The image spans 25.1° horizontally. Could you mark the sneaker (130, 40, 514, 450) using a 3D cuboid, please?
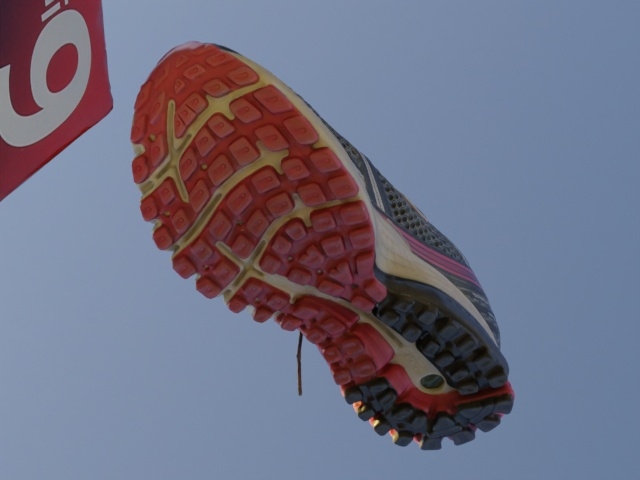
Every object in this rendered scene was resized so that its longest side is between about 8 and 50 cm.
[{"bbox_3d":[0.000,0.000,0.847,0.120,0.299,0.112,-29,-149,20],"label":"sneaker"}]

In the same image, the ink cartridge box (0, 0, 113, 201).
[{"bbox_3d":[-0.186,-0.120,0.370,0.130,0.309,0.272,15,-143,20],"label":"ink cartridge box"}]
